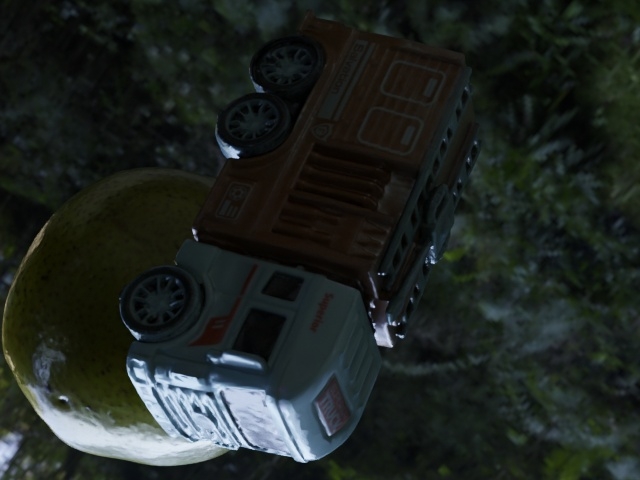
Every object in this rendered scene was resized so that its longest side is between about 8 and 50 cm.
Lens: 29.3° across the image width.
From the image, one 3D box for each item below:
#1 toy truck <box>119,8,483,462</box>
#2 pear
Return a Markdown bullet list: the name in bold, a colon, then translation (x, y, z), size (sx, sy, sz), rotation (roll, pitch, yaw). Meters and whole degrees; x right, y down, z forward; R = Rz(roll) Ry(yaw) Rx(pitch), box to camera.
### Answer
- **toy truck**: translation (0.000, 0.000, 0.839), size (0.162, 0.305, 0.136), rotation (13, 150, 22)
- **pear**: translation (-0.151, 0.077, 1.154), size (0.294, 0.294, 0.294), rotation (33, -159, -15)
